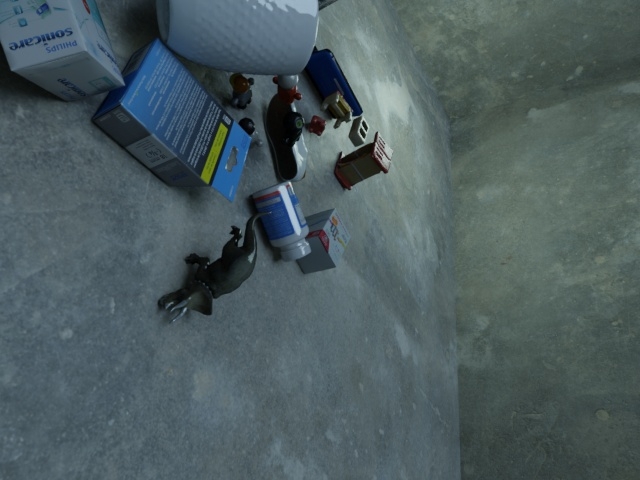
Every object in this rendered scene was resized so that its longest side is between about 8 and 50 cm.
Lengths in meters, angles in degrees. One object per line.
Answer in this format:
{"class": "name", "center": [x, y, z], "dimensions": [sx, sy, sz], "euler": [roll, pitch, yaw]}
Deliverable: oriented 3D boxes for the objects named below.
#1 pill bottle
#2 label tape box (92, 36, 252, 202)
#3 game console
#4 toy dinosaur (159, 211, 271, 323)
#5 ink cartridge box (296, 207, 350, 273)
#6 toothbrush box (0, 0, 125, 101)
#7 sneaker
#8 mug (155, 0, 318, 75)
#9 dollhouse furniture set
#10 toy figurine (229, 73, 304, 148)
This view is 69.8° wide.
{"class": "pill bottle", "center": [-0.108, -0.055, 1.357], "dimensions": [0.124, 0.124, 0.222], "euler": [-35, 108, -58]}
{"class": "label tape box", "center": [-0.329, -0.262, 1.092], "dimensions": [0.334, 0.105, 0.241], "euler": [46, 41, -40]}
{"class": "game console", "center": [0.062, -0.663, 1.860], "dimensions": [0.173, 0.250, 0.293], "euler": [-52, 125, -22]}
{"class": "toy dinosaur", "center": [-0.213, 0.064, 1.052], "dimensions": [0.160, 0.313, 0.121], "euler": [52, -5, 45]}
{"class": "ink cartridge box", "center": [0.000, 0.000, 1.507], "dimensions": [0.128, 0.127, 0.176], "euler": [60, 33, -23]}
{"class": "toothbrush box", "center": [-0.479, -0.423, 0.802], "dimensions": [0.216, 0.126, 0.296], "euler": [-158, -129, -82]}
{"class": "sneaker", "center": [-0.106, -0.336, 1.518], "dimensions": [0.123, 0.105, 0.291], "euler": [-10, 94, -69]}
{"class": "mug", "center": [-0.228, -0.586, 1.121], "dimensions": [0.327, 0.276, 0.375], "euler": [-9, 62, -27]}
{"class": "dollhouse furniture set", "center": [0.101, -0.396, 1.788], "dimensions": [0.374, 0.201, 0.152], "euler": [48, 40, -29]}
{"class": "toy figurine", "center": [-0.152, -0.375, 1.314], "dimensions": [0.148, 0.209, 0.213], "euler": [122, -38, -79]}
